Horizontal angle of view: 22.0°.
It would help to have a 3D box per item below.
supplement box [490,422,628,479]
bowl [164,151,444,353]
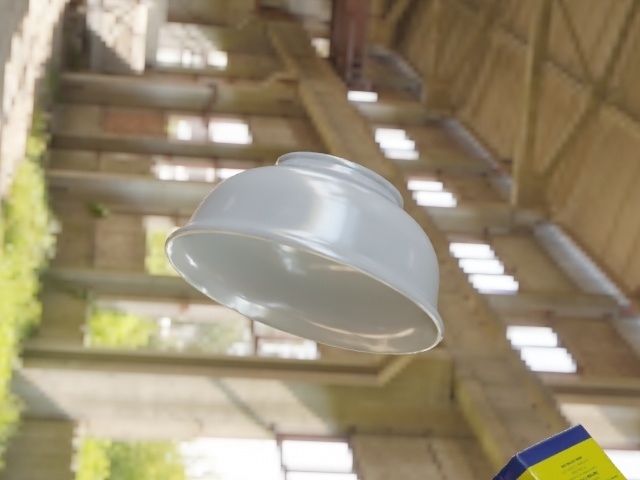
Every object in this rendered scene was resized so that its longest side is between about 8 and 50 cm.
[{"bbox_3d":[0.358,0.453,2.180,0.356,0.195,0.194,51,-58,18],"label":"supplement box"},{"bbox_3d":[0.000,0.000,1.698,0.298,0.298,0.134,113,-4,-70],"label":"bowl"}]
